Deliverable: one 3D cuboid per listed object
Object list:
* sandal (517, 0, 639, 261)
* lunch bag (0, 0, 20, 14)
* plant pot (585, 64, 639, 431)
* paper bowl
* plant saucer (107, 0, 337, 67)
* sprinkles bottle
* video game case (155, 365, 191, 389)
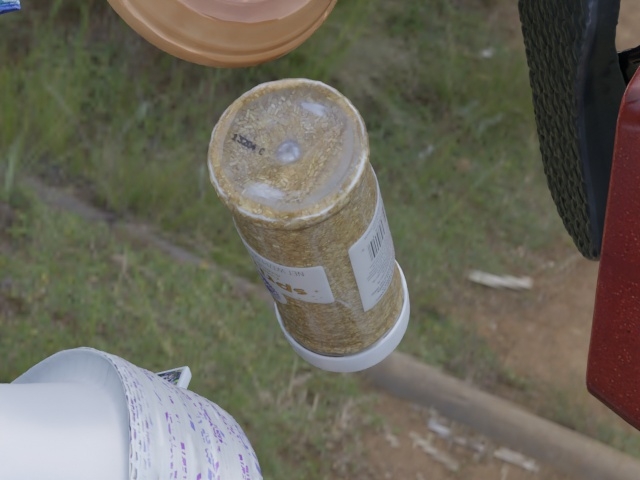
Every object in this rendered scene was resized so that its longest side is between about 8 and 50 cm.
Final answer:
[{"bbox_3d":[0.225,-0.165,1.146,0.107,0.446,0.167,-19,52,-3],"label":"sandal"},{"bbox_3d":[-0.409,-0.304,1.617,0.096,0.129,0.151,-11,8,-38],"label":"lunch bag"},{"bbox_3d":[0.274,-0.009,0.724,0.236,0.267,0.267,14,38,21],"label":"plant pot"},{"bbox_3d":[-0.169,0.192,0.790,0.148,0.284,0.284,29,34,-29],"label":"paper bowl"},{"bbox_3d":[-0.064,-0.217,0.986,0.200,0.037,0.200,3,83,-27],"label":"plant saucer"},{"bbox_3d":[0.000,0.000,1.204,0.121,0.355,0.121,-3,67,7],"label":"sprinkles bottle"},{"bbox_3d":[-0.280,0.244,2.072,0.173,0.022,0.190,-14,18,10],"label":"video game case"}]
